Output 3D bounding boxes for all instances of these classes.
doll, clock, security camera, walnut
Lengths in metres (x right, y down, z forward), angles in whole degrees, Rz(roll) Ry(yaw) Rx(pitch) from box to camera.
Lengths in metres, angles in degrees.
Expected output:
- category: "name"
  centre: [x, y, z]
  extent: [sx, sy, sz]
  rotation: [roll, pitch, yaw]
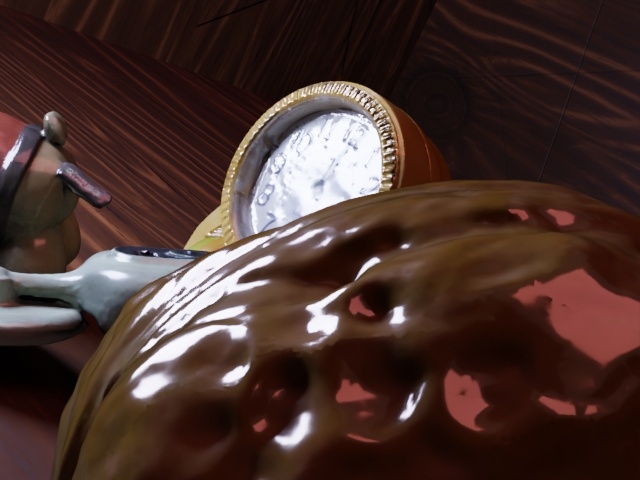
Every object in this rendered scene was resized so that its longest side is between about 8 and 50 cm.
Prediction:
- category: "doll"
  centre: [-0.366, -0.080, 1.267]
  extent: [0.330, 0.174, 0.235]
  rotation: [25, 18, -11]
- category: "clock"
  centre: [0.000, 0.000, 1.363]
  extent: [0.244, 0.317, 0.200]
  rotation: [35, 8, 39]
- category: "security camera"
  centre: [-0.204, 0.045, 1.128]
  extent: [0.301, 0.080, 0.157]
  rotation: [2, 10, -17]
- category: "walnut"
  centre: [0.047, 0.134, 0.662]
  extent: [0.354, 0.398, 0.308]
  rotation: [-108, 175, -68]
